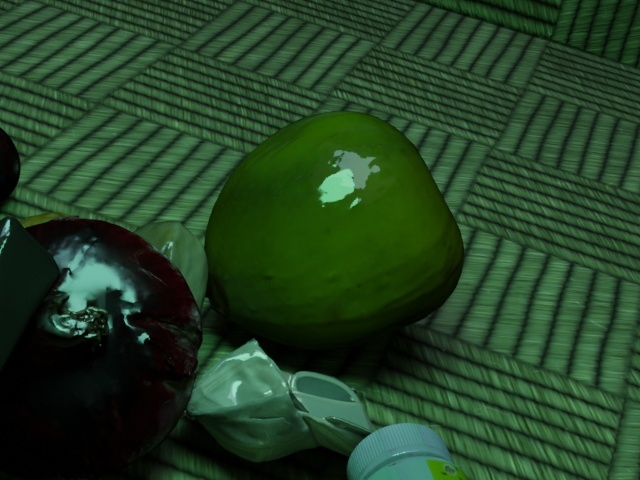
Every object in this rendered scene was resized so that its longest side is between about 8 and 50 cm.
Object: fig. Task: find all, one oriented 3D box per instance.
[{"bbox_3d":[0.007,0.000,1.667,0.343,0.343,0.343,9,31,-6],"label":"fig"}]

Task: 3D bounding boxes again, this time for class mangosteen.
[{"bbox_3d":[-0.514,-0.122,1.827,0.152,0.152,0.152,9,31,-6],"label":"mangosteen"}]

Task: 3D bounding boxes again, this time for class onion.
[{"bbox_3d":[-0.288,0.120,1.384,0.314,0.314,0.232,15,-13,4],"label":"onion"}]

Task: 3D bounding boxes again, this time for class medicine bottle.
[{"bbox_3d":[0.110,0.315,1.341,0.139,0.139,0.225,3,32,-16],"label":"medicine bottle"}]

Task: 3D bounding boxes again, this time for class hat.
[{"bbox_3d":[-0.032,0.229,1.495,0.226,0.164,0.219,48,0,-14],"label":"hat"}]

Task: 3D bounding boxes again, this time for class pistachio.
[{"bbox_3d":[-0.213,0.080,1.579,0.126,0.223,0.152,12,-14,-5],"label":"pistachio"}]

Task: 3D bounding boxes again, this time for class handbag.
[{"bbox_3d":[-0.414,0.112,1.219,0.257,0.113,0.285,-12,40,33],"label":"handbag"}]

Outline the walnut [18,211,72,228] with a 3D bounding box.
[{"bbox_3d":[-0.360,0.050,1.597,0.159,0.159,0.207,23,39,17],"label":"walnut"}]
